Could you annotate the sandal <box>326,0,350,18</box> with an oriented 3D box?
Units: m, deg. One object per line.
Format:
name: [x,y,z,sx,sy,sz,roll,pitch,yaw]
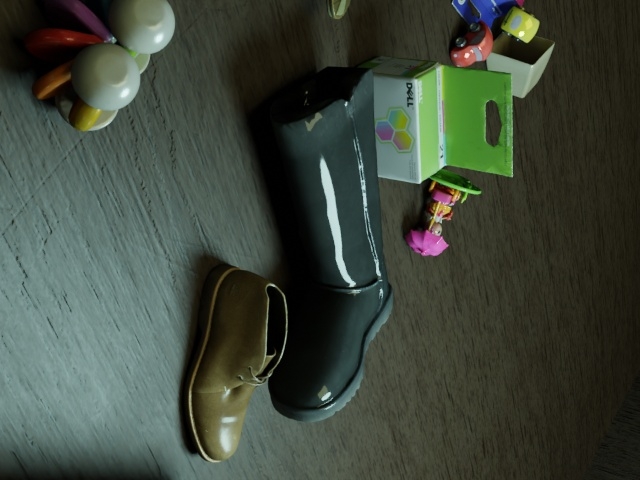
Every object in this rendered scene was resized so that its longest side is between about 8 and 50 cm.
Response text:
sandal: [0.008,-0.427,1.559,0.072,0.049,0.180,-28,109,-55]

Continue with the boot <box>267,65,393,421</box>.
boot: [0.000,-0.001,1.575,0.367,0.146,0.445,-60,151,-51]

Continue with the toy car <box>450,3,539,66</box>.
toy car: [0.357,-0.452,1.966,0.239,0.053,0.225,-26,137,-33]

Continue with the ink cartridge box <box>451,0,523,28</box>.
ink cartridge box: [0.369,-0.588,2.016,0.176,0.069,0.371,31,77,-55]

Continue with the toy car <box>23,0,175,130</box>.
toy car: [-0.262,-0.221,1.169,0.136,0.159,0.182,33,70,-16]

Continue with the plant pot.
plant pot: [0.405,-0.360,2.115,0.109,0.109,0.096,-45,149,-38]

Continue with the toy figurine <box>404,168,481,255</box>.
toy figurine: [0.220,-0.049,1.968,0.173,0.130,0.159,-41,152,-75]

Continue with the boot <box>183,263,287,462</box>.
boot: [-0.122,0.196,1.520,0.112,0.115,0.305,-10,110,-56]

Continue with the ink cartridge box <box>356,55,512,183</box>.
ink cartridge box: [0.183,-0.194,1.701,0.097,0.255,0.189,-33,127,-46]
